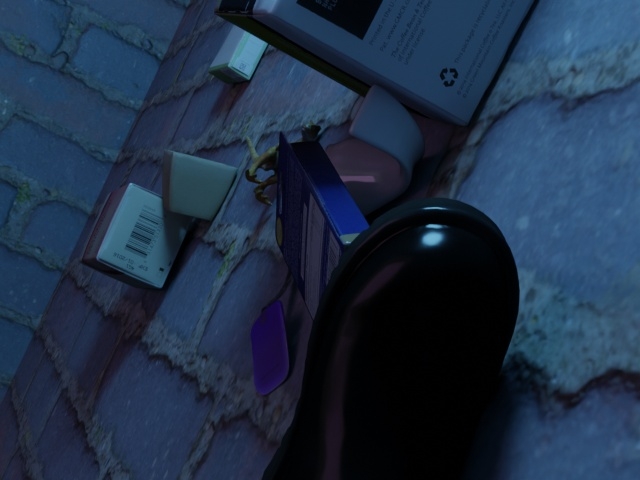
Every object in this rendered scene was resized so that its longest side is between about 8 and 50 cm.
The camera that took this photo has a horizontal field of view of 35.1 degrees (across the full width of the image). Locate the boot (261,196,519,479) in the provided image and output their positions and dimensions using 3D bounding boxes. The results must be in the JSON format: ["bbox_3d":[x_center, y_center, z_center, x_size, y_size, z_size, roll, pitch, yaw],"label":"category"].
[{"bbox_3d":[0.044,0.166,0.607,0.260,0.131,0.348,-101,30,-71],"label":"boot"}]

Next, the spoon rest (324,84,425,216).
[{"bbox_3d":[0.040,-0.067,1.033,0.137,0.084,0.276,-62,4,-17],"label":"spoon rest"}]

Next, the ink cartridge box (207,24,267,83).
[{"bbox_3d":[-0.126,-0.417,1.934,0.235,0.056,0.171,-62,19,-4],"label":"ink cartridge box"}]

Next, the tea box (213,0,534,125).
[{"bbox_3d":[0.079,-0.321,1.013,0.329,0.219,0.323,-62,20,6],"label":"tea box"}]

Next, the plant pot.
[{"bbox_3d":[-0.209,-0.089,1.670,0.109,0.109,0.096,-153,77,-71],"label":"plant pot"}]

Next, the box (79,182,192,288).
[{"bbox_3d":[-0.334,-0.004,1.805,0.149,0.126,0.232,-68,19,-11],"label":"box"}]

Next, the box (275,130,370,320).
[{"bbox_3d":[0.000,0.000,0.948,0.225,0.036,0.137,-119,27,-53],"label":"box"}]

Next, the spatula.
[{"bbox_3d":[-0.042,0.039,1.162,0.084,0.030,0.297,-46,26,47],"label":"spatula"}]

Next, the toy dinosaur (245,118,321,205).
[{"bbox_3d":[-0.063,-0.107,1.389,0.211,0.064,0.112,-12,36,56],"label":"toy dinosaur"}]
